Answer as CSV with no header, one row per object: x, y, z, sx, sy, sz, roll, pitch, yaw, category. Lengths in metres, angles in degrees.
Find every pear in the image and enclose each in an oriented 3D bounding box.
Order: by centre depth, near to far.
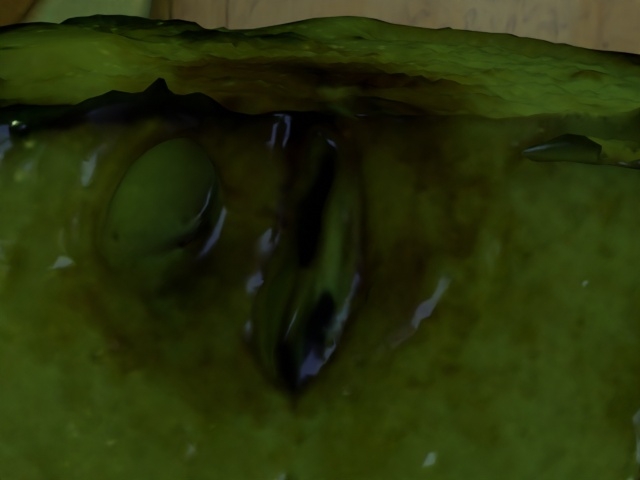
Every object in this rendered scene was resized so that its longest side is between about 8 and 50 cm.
0.000,0.061,0.594,0.164,0.238,0.255,-101,9,-77,pear

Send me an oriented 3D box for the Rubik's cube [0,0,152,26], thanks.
-0.296,-0.122,0.770,0.351,0.347,0.352,0,82,42,Rubik's cube
